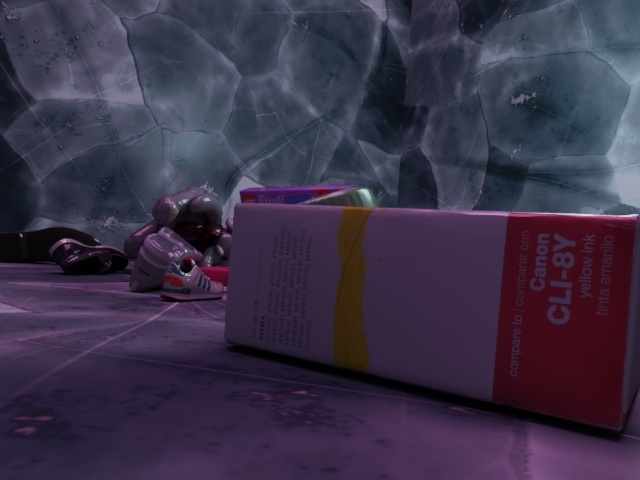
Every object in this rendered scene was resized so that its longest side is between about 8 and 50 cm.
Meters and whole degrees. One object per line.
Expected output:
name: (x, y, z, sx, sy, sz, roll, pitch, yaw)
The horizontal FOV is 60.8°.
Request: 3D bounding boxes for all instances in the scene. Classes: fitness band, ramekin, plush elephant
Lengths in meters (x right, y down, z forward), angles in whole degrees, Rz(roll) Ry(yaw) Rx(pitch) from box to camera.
fitness band: (-0.179, 0.089, 1.310, 0.209, 0.054, 0.291, 4, -2, 21)
ramekin: (0.000, 0.000, 1.138, 0.303, 0.148, 0.303, -19, -3, -1)
plush elephant: (-0.331, -0.005, 1.524, 0.272, 0.255, 0.330, -38, 4, 34)

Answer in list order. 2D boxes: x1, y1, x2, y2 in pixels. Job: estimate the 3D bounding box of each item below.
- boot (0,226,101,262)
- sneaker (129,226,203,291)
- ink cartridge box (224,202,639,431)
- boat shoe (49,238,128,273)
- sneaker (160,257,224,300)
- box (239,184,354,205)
boot: (-0.819, 0.021, 1.624, 0.305, 0.112, 0.115, 2, -10, -31)
sneaker: (-0.340, 0.044, 1.166, 0.105, 0.115, 0.281, 38, 3, 3)
ink cartridge box: (0.127, 0.052, 0.588, 0.384, 0.161, 0.279, 4, 0, 33)
boat shoe: (-0.577, 0.058, 1.392, 0.079, 0.084, 0.233, 44, 8, 22)
sneaker: (-0.230, 0.070, 1.012, 0.057, 0.075, 0.161, 4, 0, 26)
box: (-0.052, -0.032, 1.348, 0.293, 0.201, 0.057, 1, 16, 24)
